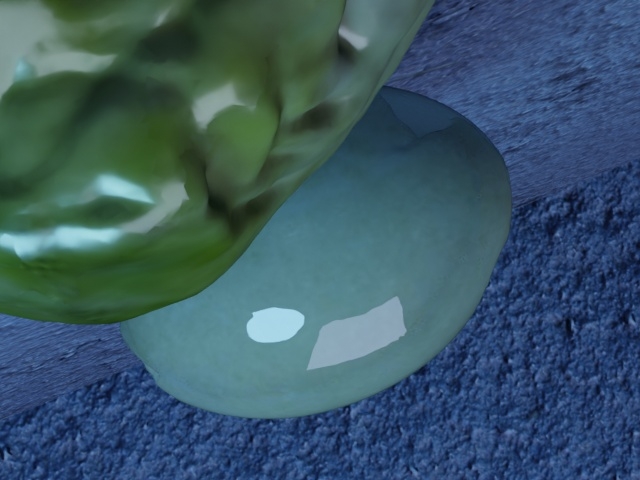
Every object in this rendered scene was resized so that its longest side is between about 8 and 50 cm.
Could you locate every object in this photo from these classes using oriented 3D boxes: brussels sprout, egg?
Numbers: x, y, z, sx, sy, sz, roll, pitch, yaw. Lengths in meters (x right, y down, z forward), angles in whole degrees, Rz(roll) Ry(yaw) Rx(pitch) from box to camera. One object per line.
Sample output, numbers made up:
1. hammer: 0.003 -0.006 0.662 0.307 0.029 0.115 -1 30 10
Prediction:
1. brussels sprout: -0.073 -0.104 0.455 0.274 0.242 0.316 -26 171 -27
2. egg: 0.000 0.000 1.101 0.336 0.278 0.278 -19 172 13
